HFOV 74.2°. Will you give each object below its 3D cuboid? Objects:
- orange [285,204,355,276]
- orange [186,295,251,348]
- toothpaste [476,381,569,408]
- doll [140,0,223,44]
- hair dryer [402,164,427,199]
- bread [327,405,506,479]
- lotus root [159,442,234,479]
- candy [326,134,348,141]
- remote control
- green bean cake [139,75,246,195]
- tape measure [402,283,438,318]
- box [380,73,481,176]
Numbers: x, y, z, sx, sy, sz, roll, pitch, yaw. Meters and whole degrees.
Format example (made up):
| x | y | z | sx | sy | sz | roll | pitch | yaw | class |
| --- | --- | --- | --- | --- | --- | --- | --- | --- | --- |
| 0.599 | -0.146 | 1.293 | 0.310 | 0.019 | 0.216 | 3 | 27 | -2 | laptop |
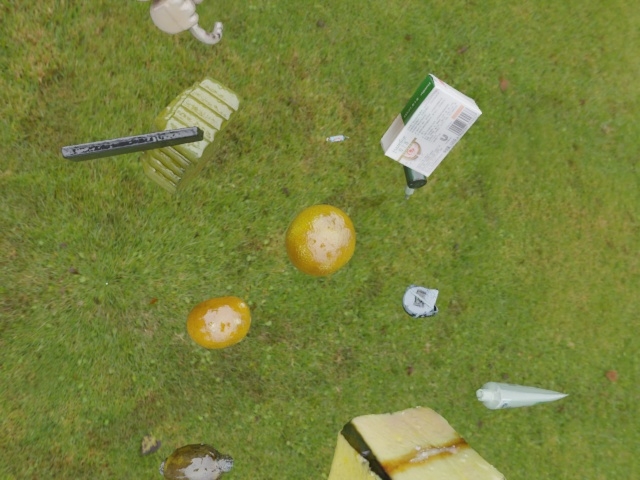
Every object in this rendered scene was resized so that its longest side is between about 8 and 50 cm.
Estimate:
| x | y | z | sx | sy | sz | roll | pitch | yaw | class |
| --- | --- | --- | --- | --- | --- | --- | --- | --- | --- |
| 0.000 | 0.000 | 1.300 | 0.236 | 0.236 | 0.236 | 3 | 83 | -26 | orange |
| -0.247 | 0.203 | 1.040 | 0.156 | 0.156 | 0.124 | -7 | 73 | -27 | orange |
| 0.334 | 0.262 | 0.709 | 0.218 | 0.064 | 0.041 | 16 | 52 | -32 | toothpaste |
| -0.174 | -0.372 | 0.506 | 0.154 | 0.119 | 0.277 | 30 | 51 | -63 | doll |
| 0.272 | -0.177 | 1.284 | 0.057 | 0.197 | 0.100 | -7 | 67 | -1 | hair dryer |
| 0.106 | 0.377 | 0.561 | 0.168 | 0.163 | 0.263 | 1 | 110 | -34 | bread |
| -0.331 | 0.612 | 1.136 | 0.210 | 0.120 | 0.120 | -10 | 89 | 12 | lotus root |
| 0.061 | -0.366 | 1.522 | 0.083 | 0.030 | 0.020 | -6 | 98 | 3 | candy |
| -0.337 | -0.177 | 0.770 | 0.245 | 0.063 | 0.025 | -10 | 92 | -1 | remote control |
| -0.305 | -0.248 | 1.001 | 0.124 | 0.236 | 0.233 | 37 | 54 | -14 | green bean cake |
| 0.266 | 0.165 | 1.131 | 0.094 | 0.054 | 0.091 | 4 | 66 | 6 | tape measure |
| 0.254 | -0.266 | 0.998 | 0.135 | 0.199 | 0.081 | 23 | 36 | -20 | box |
